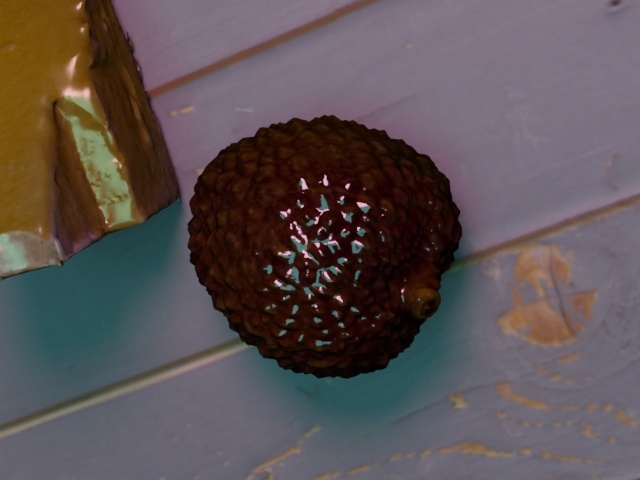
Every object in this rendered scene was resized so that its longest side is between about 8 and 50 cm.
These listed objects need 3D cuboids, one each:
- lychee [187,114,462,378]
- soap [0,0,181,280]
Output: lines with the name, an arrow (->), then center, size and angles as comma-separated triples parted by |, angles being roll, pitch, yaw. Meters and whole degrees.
lychee -> 0.000, 0.000, 1.123 | 0.271, 0.236, 0.236 | 34, 107, 29
soap -> -0.276, -0.150, 1.100 | 0.169, 0.304, 0.338 | -18, 98, 11
